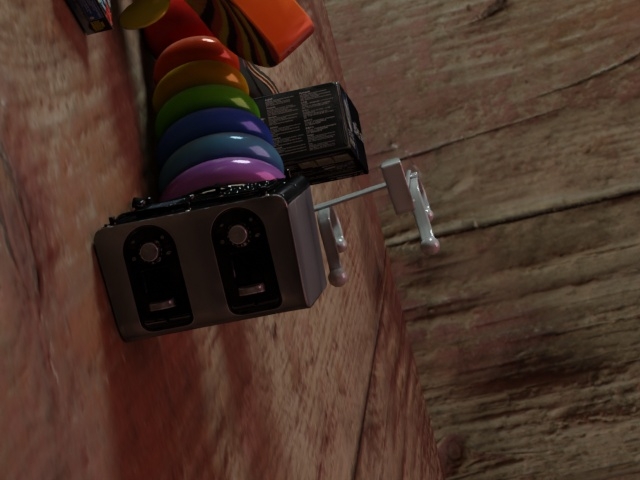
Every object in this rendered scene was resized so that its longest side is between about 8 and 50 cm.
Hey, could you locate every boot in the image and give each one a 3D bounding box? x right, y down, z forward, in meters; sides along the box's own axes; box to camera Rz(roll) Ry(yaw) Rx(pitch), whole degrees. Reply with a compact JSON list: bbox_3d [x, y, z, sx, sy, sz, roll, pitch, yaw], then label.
[{"bbox_3d":[-0.106,-0.160,2.084,0.198,0.077,0.137,56,22,-32],"label":"boot"}]

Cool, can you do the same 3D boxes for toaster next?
[{"bbox_3d":[-0.090,0.010,1.512,0.185,0.168,0.110,-52,131,-79],"label":"toaster"}]

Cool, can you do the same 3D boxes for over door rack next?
[{"bbox_3d":[0.000,0.000,1.925,0.324,0.240,0.108,1,71,-83],"label":"over door rack"}]

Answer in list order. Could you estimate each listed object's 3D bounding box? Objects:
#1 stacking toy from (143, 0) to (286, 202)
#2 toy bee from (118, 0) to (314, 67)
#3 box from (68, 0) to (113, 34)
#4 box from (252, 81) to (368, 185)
[{"bbox_3d":[-0.111,-0.123,1.751,0.141,0.141,0.330,66,9,-56],"label":"stacking toy"},{"bbox_3d":[-0.130,-0.300,1.728,0.162,0.195,0.298,-6,-76,63],"label":"toy bee"},{"bbox_3d":[-0.215,-0.264,1.569,0.094,0.027,0.137,66,13,-60],"label":"box"},{"bbox_3d":[-0.049,-0.105,1.943,0.147,0.180,0.077,39,40,-77],"label":"box"}]
